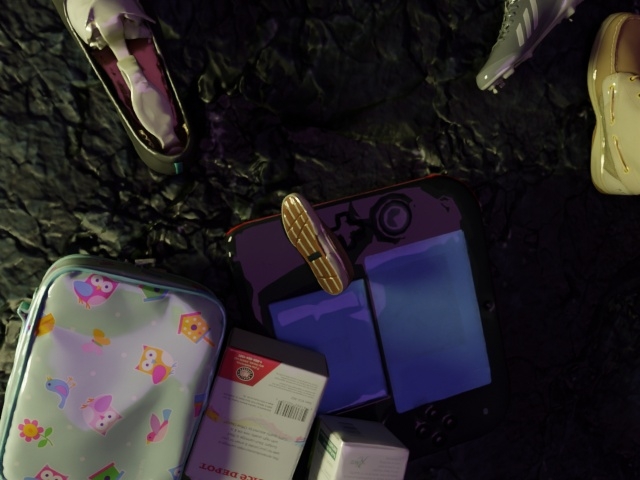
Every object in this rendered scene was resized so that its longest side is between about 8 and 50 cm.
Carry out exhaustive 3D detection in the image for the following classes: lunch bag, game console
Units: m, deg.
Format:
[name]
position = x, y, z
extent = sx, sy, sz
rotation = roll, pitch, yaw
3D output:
[lunch bag]
position = -0.243, 0.154, 0.698
extent = 0.224, 0.108, 0.278
rotation = 16, 93, -16
[game console]
position = 0.080, 0.125, 0.815
extent = 0.342, 0.060, 0.386
rotation = -16, 101, -14

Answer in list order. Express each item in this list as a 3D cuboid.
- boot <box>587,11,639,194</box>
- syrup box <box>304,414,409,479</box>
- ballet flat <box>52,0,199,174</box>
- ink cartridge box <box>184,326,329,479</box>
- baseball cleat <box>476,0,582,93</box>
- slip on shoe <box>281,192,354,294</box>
[boot]
position = 0.461, -0.184, 0.806
extent = 0.095, 0.203, 0.261
rotation = -5, 101, -17
[syrup box]
position = 0.029, 0.354, 0.761
extent = 0.097, 0.093, 0.236
rotation = 12, 92, -18
[ballet flat]
position = -0.208, -0.205, 0.662
extent = 0.095, 0.096, 0.280
rotation = -30, 105, -10
[ink cartridge box]
position = -0.079, 0.214, 0.743
extent = 0.128, 0.072, 0.175
rotation = 19, 100, -7
[baseball cleat]
position = 0.262, -0.296, 0.813
extent = 0.109, 0.072, 0.206
rotation = 45, 79, -3
[slip on shoe]
position = 0.000, 0.000, 0.737
extent = 0.041, 0.051, 0.135
rotation = -37, 98, -43
